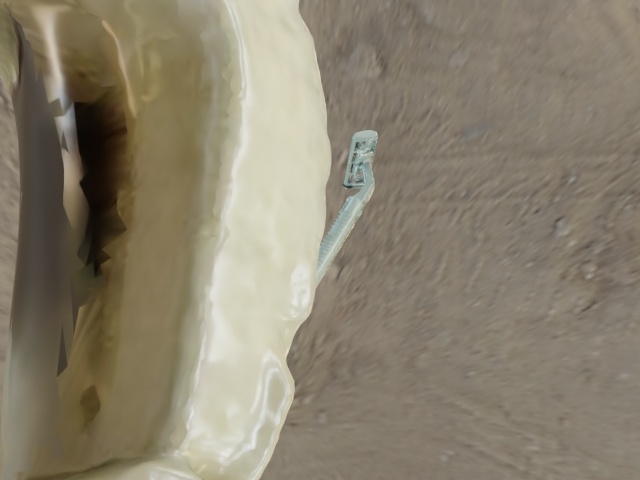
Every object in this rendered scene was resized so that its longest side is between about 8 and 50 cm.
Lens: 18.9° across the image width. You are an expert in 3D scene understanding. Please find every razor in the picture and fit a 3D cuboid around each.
[{"bbox_3d":[0.007,0.003,1.736,0.036,0.084,0.211,21,60,7],"label":"razor"}]

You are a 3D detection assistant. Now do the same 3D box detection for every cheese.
[{"bbox_3d":[-0.151,0.005,0.647,0.292,0.153,0.332,10,75,-32],"label":"cheese"}]
